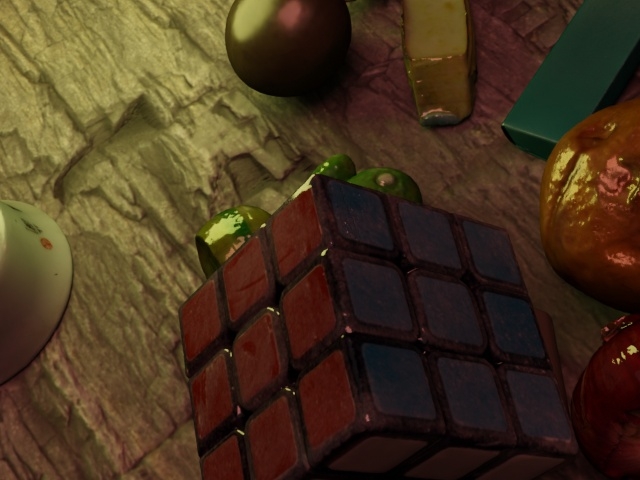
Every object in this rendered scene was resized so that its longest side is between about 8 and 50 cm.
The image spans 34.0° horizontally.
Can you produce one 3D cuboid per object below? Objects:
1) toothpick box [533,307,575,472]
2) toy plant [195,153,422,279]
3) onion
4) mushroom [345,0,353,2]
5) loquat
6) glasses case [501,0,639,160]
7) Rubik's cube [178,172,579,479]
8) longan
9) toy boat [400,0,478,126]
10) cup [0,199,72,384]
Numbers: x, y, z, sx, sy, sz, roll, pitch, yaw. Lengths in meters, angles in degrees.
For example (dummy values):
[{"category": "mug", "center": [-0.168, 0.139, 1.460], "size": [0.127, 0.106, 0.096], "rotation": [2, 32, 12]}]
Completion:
[{"category": "toothpick box", "center": [0.241, 0.184, 1.268], "size": [0.111, 0.111, 0.181], "rotation": [-10, 58, 13]}, {"category": "toy plant", "center": [0.000, 0.000, 1.440], "size": [0.315, 0.184, 0.224], "rotation": [-23, 61, -14]}, {"category": "onion", "center": [0.386, 0.166, 1.149], "size": [0.248, 0.248, 0.161], "rotation": [-9, 48, 13]}, {"category": "mushroom", "center": [0.113, -0.441, 1.678], "size": [0.209, 0.094, 0.072], "rotation": [-16, 102, 7]}, {"category": "loquat", "center": [0.399, -0.027, 1.232], "size": [0.275, 0.284, 0.276], "rotation": [-15, 54, 22]}, {"category": "glasses case", "center": [0.386, -0.246, 1.492], "size": [0.117, 0.070, 0.301], "rotation": [25, 74, 35]}, {"category": "Rubik's cube", "center": [0.051, 0.150, 1.177], "size": [0.303, 0.301, 0.305], "rotation": [-42, 48, 40]}, {"category": "longan", "center": [-0.049, -0.314, 1.602], "size": [0.212, 0.198, 0.198], "rotation": [3, 62, 34]}, {"category": "toy boat", "center": [0.177, -0.306, 1.582], "size": [0.111, 0.084, 0.276], "rotation": [-6, 59, 13]}, {"category": "cup", "center": [-0.568, 0.053, 1.580], "size": [0.347, 0.163, 0.347], "rotation": [-8, 60, 15]}]
